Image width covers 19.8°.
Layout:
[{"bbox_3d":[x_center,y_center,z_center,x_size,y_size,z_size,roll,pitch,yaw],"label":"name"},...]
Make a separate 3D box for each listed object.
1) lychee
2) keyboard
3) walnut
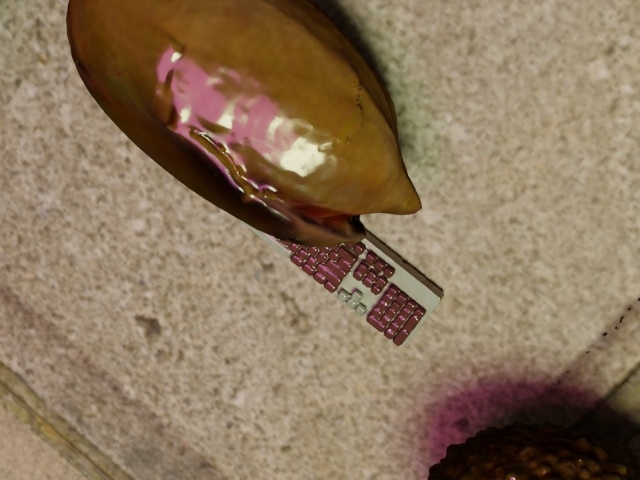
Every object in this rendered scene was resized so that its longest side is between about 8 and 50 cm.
[{"bbox_3d":[0.138,0.183,1.100,0.171,0.171,0.171,11,119,21],"label":"lychee"},{"bbox_3d":[0.000,0.000,1.154,0.166,0.017,0.055,38,125,4],"label":"keyboard"},{"bbox_3d":[-0.044,-0.086,1.067,0.245,0.137,0.137,38,125,4],"label":"walnut"}]
